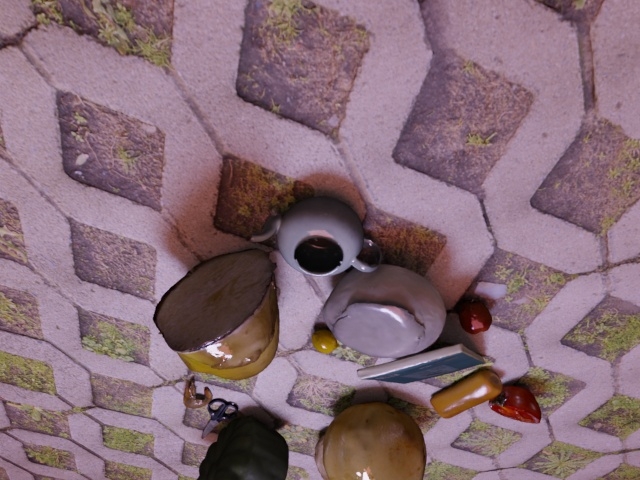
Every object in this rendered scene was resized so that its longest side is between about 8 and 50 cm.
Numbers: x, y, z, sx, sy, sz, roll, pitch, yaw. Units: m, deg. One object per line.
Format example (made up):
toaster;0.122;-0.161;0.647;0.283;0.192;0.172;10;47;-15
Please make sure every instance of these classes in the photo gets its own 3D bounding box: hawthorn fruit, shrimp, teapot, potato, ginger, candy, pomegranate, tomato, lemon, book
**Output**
hawthorn fruit;0.397;0.191;1.105;0.081;0.081;0.093;-22;95;20
shrimp;-0.413;0.524;1.441;0.095;0.045;0.162;12;127;-6
teapot;0.000;0.000;0.935;0.294;0.129;0.193;18;129;-10
potato;-0.176;0.210;0.985;0.397;0.290;0.296;11;137;51
ginger;0.051;0.797;1.576;0.152;0.138;0.267;4;124;-6
candy;0.154;0.169;1.029;0.295;0.185;0.295;12;138;11
pomegranate;0.172;0.690;1.371;0.333;0.332;0.332;2;129;2
tomato;0.609;0.502;1.331;0.139;0.091;0.159;32;152;-9
lemon;0.015;0.286;1.207;0.092;0.065;0.065;29;125;-21
book;0.287;0.341;1.146;0.264;0.031;0.379;-21;153;20

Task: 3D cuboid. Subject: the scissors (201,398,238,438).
scissors;-0.391;0.665;1.570;0.109;0.022;0.300;25;127;-12

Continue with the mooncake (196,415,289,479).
mooncake;-0.281;0.796;1.459;0.194;0.356;0.356;39;121;-19

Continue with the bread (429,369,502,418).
bread;0.454;0.489;1.339;0.092;0.074;0.239;29;126;-25
